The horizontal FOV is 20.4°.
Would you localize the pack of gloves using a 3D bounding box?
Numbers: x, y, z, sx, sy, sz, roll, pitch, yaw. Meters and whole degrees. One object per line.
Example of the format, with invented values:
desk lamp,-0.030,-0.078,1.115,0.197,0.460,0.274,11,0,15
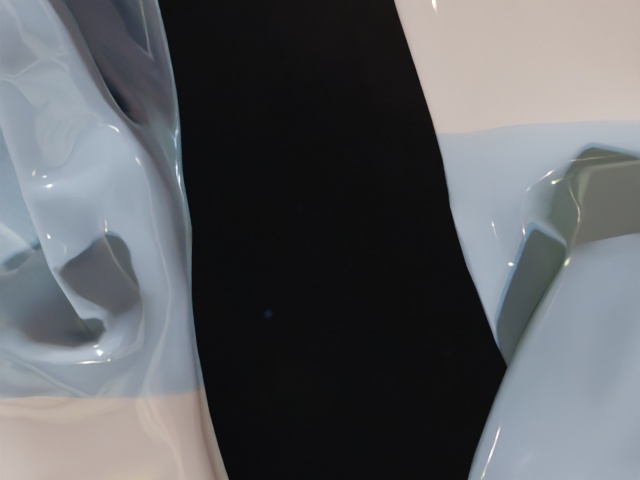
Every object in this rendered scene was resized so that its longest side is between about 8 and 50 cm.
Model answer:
pack of gloves,0.000,0.000,0.354,0.046,0.195,0.232,-51,-45,-66
